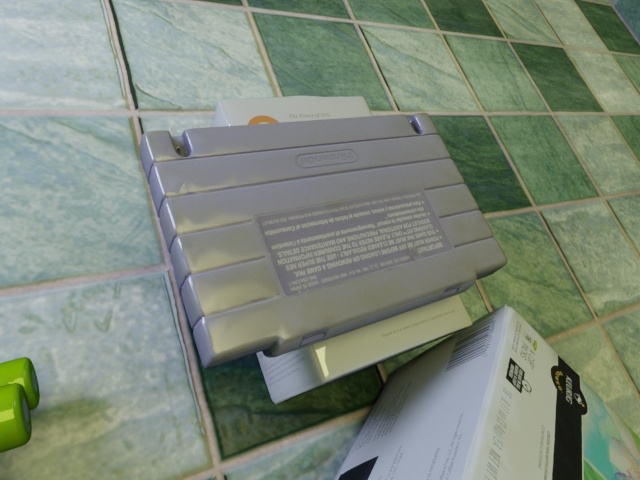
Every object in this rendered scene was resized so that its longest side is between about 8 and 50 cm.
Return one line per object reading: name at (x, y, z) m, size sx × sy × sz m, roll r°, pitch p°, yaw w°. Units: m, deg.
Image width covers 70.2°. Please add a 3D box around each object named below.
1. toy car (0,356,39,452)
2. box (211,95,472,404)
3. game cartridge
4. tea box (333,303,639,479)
toy car at (-0.317, 0.220, 0.381) m, size 0.155 × 0.149 × 0.188 m, roll -12°, pitch 98°, yaw -26°
box at (0.000, 0.000, 0.600) m, size 0.215 × 0.168 × 0.345 m, roll -11°, pitch 70°, yaw -30°
game cartridge at (0.020, -0.023, 0.484) m, size 0.355 × 0.068 × 0.230 m, roll -12°, pitch 74°, yaw -29°
tea box at (0.193, 0.305, 0.451) m, size 0.323 × 0.220 × 0.329 m, roll 47°, pitch 37°, yaw 2°
